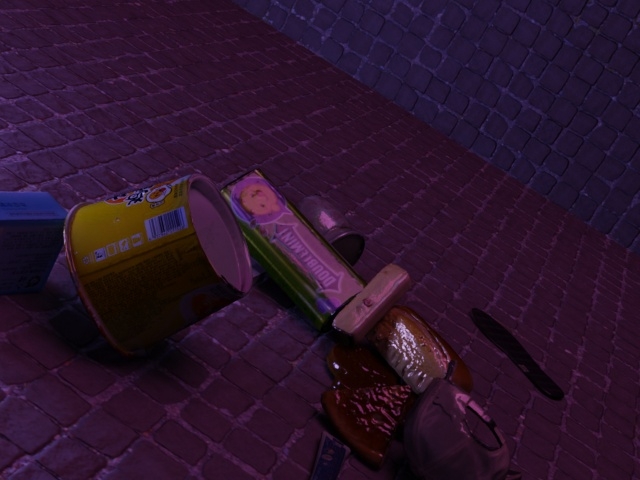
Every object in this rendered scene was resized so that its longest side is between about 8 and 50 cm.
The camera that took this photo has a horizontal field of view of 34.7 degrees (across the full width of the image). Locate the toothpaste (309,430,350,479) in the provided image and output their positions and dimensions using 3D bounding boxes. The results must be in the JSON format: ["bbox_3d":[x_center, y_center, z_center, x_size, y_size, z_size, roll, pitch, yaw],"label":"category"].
[{"bbox_3d":[0.009,0.347,1.548,0.057,0.035,0.197,36,19,-1],"label":"toothpaste"}]

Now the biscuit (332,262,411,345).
[{"bbox_3d":[0.099,0.120,1.917,0.056,0.052,0.188,23,56,36],"label":"biscuit"}]

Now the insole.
[{"bbox_3d":[0.442,0.254,2.323,0.110,0.012,0.309,13,27,-40],"label":"insole"}]

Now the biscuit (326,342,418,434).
[{"bbox_3d":[0.091,0.262,1.826,0.179,0.039,0.236,16,25,-27],"label":"biscuit"}]

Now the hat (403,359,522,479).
[{"bbox_3d":[0.219,0.329,1.697,0.232,0.161,0.275,64,6,4],"label":"hat"}]

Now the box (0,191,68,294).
[{"bbox_3d":[-0.495,0.006,1.508,0.083,0.143,0.232,41,25,26],"label":"box"}]

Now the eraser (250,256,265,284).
[{"bbox_3d":[-0.152,0.060,1.979,0.065,0.026,0.105,34,22,15],"label":"eraser"}]

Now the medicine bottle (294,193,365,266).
[{"bbox_3d":[0.000,0.000,2.136,0.147,0.147,0.143,1,39,-51],"label":"medicine bottle"}]

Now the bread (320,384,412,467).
[{"bbox_3d":[0.084,0.305,1.672,0.154,0.054,0.136,-9,61,-1],"label":"bread"}]

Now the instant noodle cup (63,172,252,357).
[{"bbox_3d":[-0.237,0.023,1.570,0.264,0.200,0.264,60,15,-28],"label":"instant noodle cup"}]

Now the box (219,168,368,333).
[{"bbox_3d":[-0.056,0.017,1.997,0.134,0.097,0.345,-32,70,-31],"label":"box"}]

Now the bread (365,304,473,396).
[{"bbox_3d":[0.186,0.214,1.921,0.236,0.106,0.140,45,4,37],"label":"bread"}]
